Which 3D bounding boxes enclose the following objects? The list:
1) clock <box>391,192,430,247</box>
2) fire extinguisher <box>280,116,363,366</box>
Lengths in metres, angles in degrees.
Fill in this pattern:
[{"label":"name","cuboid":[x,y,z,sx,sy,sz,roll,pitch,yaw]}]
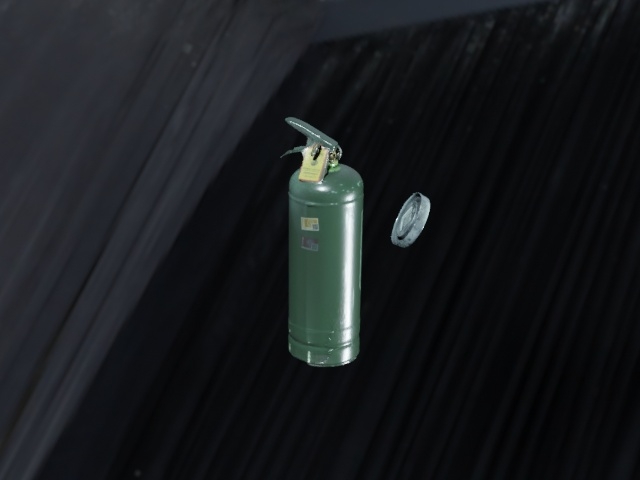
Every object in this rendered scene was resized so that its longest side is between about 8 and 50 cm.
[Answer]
[{"label":"clock","cuboid":[0.131,-0.029,1.975,0.017,0.085,0.085,25,160,-15]},{"label":"fire extinguisher","cuboid":[0.000,0.000,1.733,0.115,0.095,0.311,10,112,19]}]
